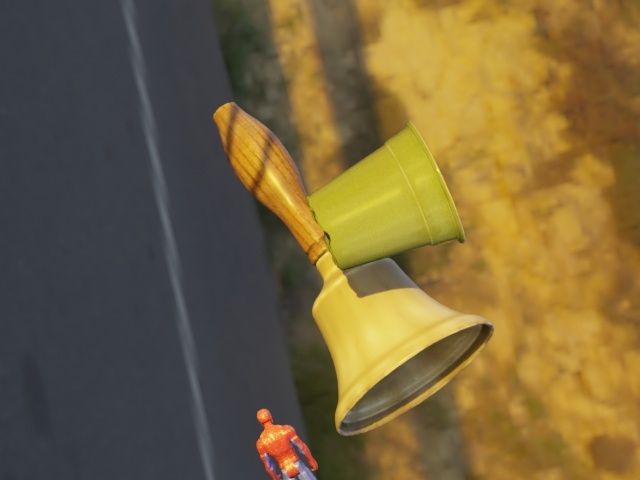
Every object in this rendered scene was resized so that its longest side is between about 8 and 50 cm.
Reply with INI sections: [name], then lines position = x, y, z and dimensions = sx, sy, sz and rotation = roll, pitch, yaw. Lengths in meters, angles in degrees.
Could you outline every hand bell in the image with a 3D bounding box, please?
[hand bell]
position = 0.000, 0.000, 1.230
dimensions = 0.242, 0.126, 0.126
rotation = 55, 0, 19

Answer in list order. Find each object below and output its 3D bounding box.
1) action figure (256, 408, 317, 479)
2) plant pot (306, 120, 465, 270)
[action figure]
position = -0.020, 0.184, 1.412
dimensions = 0.115, 0.038, 0.030
rotation = 62, 7, -7
[plant pot]
position = 0.036, -0.019, 1.104
dimensions = 0.083, 0.079, 0.083
rotation = 154, -90, -88
